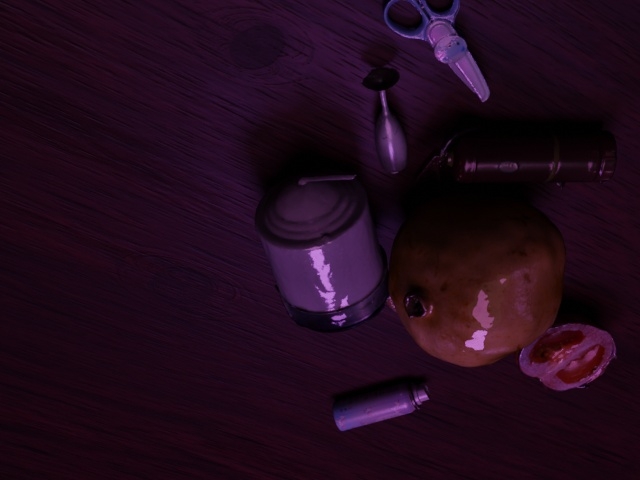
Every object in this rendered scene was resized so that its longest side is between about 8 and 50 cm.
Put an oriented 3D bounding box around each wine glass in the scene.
[{"bbox_3d":[0.119,-0.205,1.667,0.066,0.066,0.198,-9,138,6],"label":"wine glass"}]

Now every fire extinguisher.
[{"bbox_3d":[0.341,-0.142,1.710,0.341,0.105,0.141,-1,135,-6],"label":"fire extinguisher"}]

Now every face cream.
[{"bbox_3d":[0.146,0.389,2.282,0.229,0.075,0.075,-19,134,16],"label":"face cream"}]

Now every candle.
[{"bbox_3d":[0.000,0.000,1.767,0.221,0.221,0.342,-11,132,8],"label":"candle"}]

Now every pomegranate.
[{"bbox_3d":[0.278,0.062,1.756,0.333,0.332,0.332,-2,136,-1],"label":"pomegranate"}]

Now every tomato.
[{"bbox_3d":[0.529,0.222,2.101,0.199,0.112,0.228,-38,126,22],"label":"tomato"}]

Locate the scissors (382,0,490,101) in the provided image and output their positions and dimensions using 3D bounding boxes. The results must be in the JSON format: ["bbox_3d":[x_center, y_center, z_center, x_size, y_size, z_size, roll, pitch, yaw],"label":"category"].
[{"bbox_3d":[0.210,-0.321,1.568,0.125,0.030,0.256,-28,128,23],"label":"scissors"}]

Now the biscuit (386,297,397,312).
[{"bbox_3d":[0.190,0.109,1.998,0.120,0.015,0.120,5,113,12],"label":"biscuit"}]
